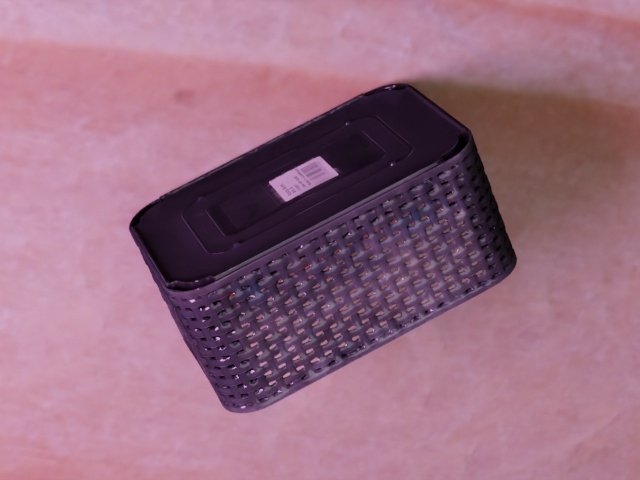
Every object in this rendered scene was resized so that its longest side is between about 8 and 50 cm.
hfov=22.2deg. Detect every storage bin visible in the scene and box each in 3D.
[{"bbox_3d":[0.000,0.000,0.893,0.180,0.122,0.084,-28,118,-7],"label":"storage bin"}]
